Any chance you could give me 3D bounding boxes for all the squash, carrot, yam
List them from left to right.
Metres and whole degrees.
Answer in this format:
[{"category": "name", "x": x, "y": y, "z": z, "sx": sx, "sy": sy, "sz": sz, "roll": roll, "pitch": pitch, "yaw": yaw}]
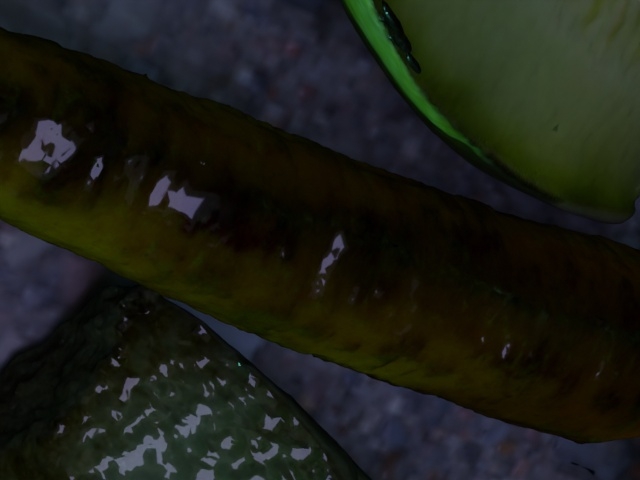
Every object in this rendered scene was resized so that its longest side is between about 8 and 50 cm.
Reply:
[{"category": "carrot", "x": 0.000, "y": 0.000, "z": 0.486, "sx": 0.314, "sy": 0.066, "sz": 0.066, "roll": 20, "pitch": 100, "yaw": -34}, {"category": "yam", "x": 0.004, "y": 0.129, "z": 0.538, "sx": 0.106, "sy": 0.106, "sz": 0.259, "roll": -45, "pitch": 116, "yaw": 0}, {"category": "squash", "x": 0.066, "y": -0.112, "z": 0.452, "sx": 0.204, "sy": 0.155, "sz": 0.237, "roll": 10, "pitch": 102, "yaw": -19}]
